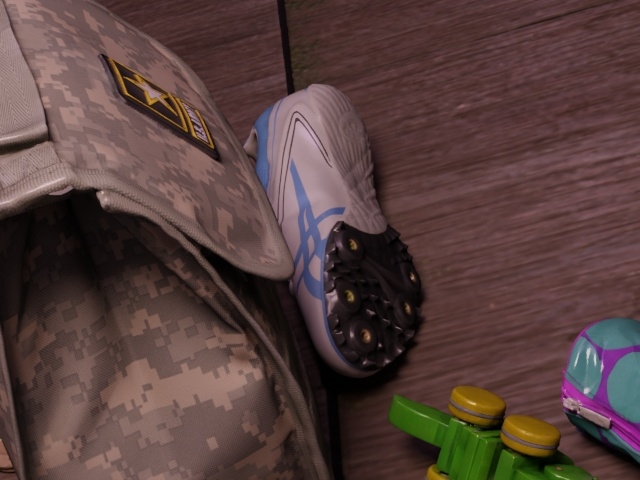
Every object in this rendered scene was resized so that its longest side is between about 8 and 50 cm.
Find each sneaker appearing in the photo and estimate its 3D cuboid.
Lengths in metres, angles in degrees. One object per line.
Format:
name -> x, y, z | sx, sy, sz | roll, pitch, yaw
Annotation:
sneaker -> 0.000, 0.000, 0.994 | 0.086, 0.085, 0.237 | -38, 36, 22

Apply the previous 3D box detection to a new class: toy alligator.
toy alligator -> 0.110, 0.119, 0.812 | 0.051, 0.056, 0.190 | 2, 17, -43

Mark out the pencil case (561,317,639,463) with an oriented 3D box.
pencil case -> 0.180, 0.097, 0.790 | 0.070, 0.064, 0.152 | -20, 34, -25

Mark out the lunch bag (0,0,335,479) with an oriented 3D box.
lunch bag -> -0.106, 0.012, 0.838 | 0.169, 0.287, 0.235 | -21, 38, -5

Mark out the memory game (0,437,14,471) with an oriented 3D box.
memory game -> -0.203, 0.082, 1.035 | 0.186, 0.012, 0.186 | -14, 38, 11
